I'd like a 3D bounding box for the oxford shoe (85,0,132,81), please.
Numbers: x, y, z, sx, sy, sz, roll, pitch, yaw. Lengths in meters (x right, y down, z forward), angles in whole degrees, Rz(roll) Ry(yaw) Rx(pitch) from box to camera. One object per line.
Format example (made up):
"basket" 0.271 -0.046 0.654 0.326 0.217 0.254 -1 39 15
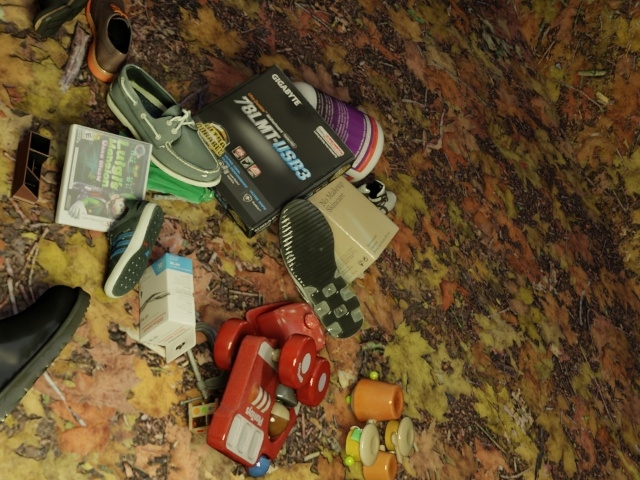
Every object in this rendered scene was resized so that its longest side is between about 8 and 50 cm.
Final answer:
"oxford shoe" -0.448 -0.476 1.968 0.097 0.098 0.271 16 53 -39

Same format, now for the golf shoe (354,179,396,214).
"golf shoe" 0.150 -0.113 2.338 0.198 0.094 0.077 -6 67 -50

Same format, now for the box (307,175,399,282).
"box" 0.013 -0.067 2.098 0.311 0.121 0.148 42 45 -4

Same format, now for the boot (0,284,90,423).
"boot" -0.541 0.126 1.415 0.260 0.131 0.348 45 40 -13

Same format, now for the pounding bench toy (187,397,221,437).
"pounding bench toy" -0.206 0.336 1.675 0.083 0.065 0.052 61 19 -57

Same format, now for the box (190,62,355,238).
"box" -0.126 -0.201 1.977 0.293 0.073 0.295 -35 78 -16

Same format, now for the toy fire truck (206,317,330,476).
"toy fire truck" -0.110 0.303 1.685 0.302 0.170 0.253 61 44 -60

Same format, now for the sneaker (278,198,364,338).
"sneaker" -0.021 0.055 1.973 0.123 0.146 0.330 -25 111 -12

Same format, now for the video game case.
"video game case" -0.415 -0.113 1.738 0.173 0.022 0.190 12 83 -41

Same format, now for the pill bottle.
"pill bottle" -0.011 -0.273 2.212 0.323 0.181 0.181 22 49 -35

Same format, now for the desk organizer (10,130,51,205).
"desk organizer" -0.536 -0.135 1.672 0.047 0.050 0.130 22 49 -35

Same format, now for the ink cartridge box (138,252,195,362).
"ink cartridge box" -0.290 0.128 1.696 0.060 0.104 0.180 18 51 -38

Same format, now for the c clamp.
"c clamp" -0.232 0.233 1.747 0.137 0.022 0.160 2 63 -45

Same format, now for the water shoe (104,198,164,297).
"water shoe" -0.370 0.016 1.721 0.203 0.080 0.073 -66 155 -21

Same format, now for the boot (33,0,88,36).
"boot" -0.585 -0.509 1.883 0.137 0.077 0.198 40 27 -11

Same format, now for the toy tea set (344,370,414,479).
"toy tea set" 0.085 0.433 1.894 0.336 0.124 0.199 -46 128 -54

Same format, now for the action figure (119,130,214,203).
"action figure" -0.324 -0.128 1.878 0.232 0.063 0.137 23 47 -29

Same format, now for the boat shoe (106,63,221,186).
"boat shoe" -0.318 -0.238 1.857 0.319 0.099 0.116 44 42 15

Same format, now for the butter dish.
"butter dish" -0.050 0.190 1.891 0.160 0.118 0.160 -10 70 -50
